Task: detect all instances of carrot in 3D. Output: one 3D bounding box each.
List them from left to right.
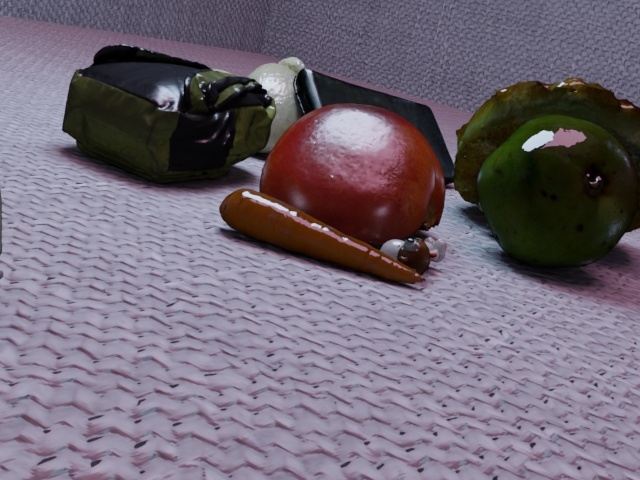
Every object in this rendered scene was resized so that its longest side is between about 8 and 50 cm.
[{"bbox_3d":[0.000,0.000,0.814,0.216,0.048,0.048,22,16,13],"label":"carrot"}]

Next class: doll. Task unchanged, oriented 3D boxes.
[{"bbox_3d":[-0.158,-0.195,1.289,0.278,0.175,0.149,2,-22,-9],"label":"doll"},{"bbox_3d":[0.099,0.015,0.849,0.085,0.040,0.058,2,9,-37],"label":"doll"}]

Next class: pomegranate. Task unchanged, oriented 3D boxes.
[{"bbox_3d":[0.267,-0.054,1.016,0.187,0.187,0.225,8,-5,-19],"label":"pomegranate"}]

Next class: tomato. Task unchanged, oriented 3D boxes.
[{"bbox_3d":[0.040,-0.083,0.958,0.200,0.139,0.233,11,14,17],"label":"tomato"}]

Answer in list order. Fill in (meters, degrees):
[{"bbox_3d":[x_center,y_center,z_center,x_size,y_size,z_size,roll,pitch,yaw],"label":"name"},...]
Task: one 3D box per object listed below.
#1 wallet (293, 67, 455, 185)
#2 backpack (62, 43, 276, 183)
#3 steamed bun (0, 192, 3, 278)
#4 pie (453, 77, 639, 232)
[{"bbox_3d":[0.096,-0.165,1.325,0.318,0.045,0.172,2,62,-48],"label":"wallet"},{"bbox_3d":[-0.174,-0.160,1.050,0.207,0.140,0.253,24,22,28],"label":"backpack"},{"bbox_3d":[-0.275,-0.043,0.401,0.272,0.273,0.290,25,15,-18],"label":"steamed bun"},{"bbox_3d":[0.325,-0.102,1.161,0.288,0.103,0.354,13,-20,10],"label":"pie"}]
